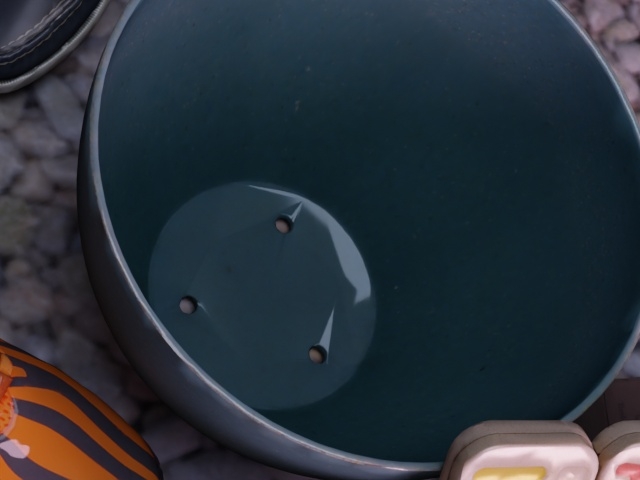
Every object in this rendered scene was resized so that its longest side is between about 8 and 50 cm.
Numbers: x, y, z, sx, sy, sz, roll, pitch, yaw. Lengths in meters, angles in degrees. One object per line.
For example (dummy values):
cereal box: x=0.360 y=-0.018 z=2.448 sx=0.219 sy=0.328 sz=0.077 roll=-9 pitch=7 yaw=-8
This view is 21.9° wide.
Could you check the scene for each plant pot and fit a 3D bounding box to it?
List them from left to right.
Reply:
plant pot: x=0.000 y=0.000 z=0.860 sx=0.290 sy=0.195 sz=0.290 roll=8 pitch=66 yaw=-19

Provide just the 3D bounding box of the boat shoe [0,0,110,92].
boat shoe: x=-0.131 y=-0.199 z=0.925 sx=0.095 sy=0.079 sz=0.254 roll=35 pitch=77 yaw=0

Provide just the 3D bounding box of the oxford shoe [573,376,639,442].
oxford shoe: x=0.171 y=0.119 z=0.962 sx=0.212 sy=0.076 sz=0.076 roll=18 pitch=61 yaw=-33

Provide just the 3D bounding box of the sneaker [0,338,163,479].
sneaker: x=-0.208 y=0.059 z=0.761 sx=0.321 sy=0.180 sz=0.124 roll=25 pitch=63 yaw=-12

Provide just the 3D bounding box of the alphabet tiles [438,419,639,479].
alphabet tiles: x=0.095 y=0.207 z=0.798 sx=0.278 sy=0.284 sz=0.021 roll=3 pitch=29 yaw=-21
